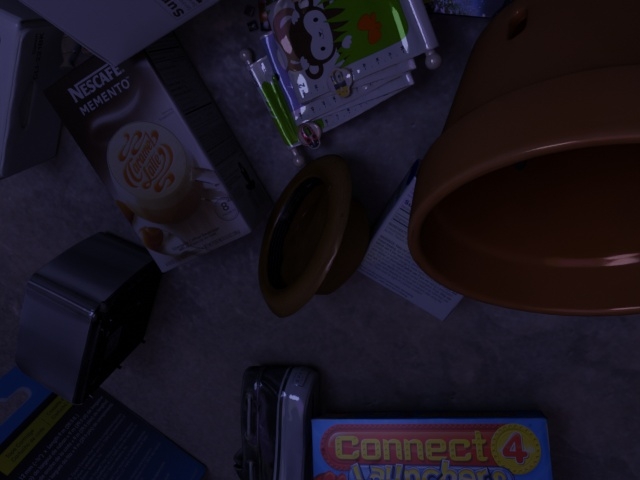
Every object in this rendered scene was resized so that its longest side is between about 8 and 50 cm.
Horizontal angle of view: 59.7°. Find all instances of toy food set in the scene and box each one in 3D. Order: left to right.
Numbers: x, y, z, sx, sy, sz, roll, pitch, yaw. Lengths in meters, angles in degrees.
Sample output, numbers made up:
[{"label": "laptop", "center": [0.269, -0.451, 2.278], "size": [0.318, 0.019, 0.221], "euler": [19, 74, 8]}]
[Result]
[{"label": "toy food set", "center": [-0.257, -0.252, 0.616], "size": [0.078, 0.019, 0.122], "euler": [-11, 70, 17]}]

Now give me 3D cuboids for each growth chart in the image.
[{"label": "growth chart", "center": [0.010, -0.199, 0.580], "size": [0.237, 0.021, 0.172], "euler": [-27, 98, 41]}]

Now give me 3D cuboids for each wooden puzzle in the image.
[{"label": "wooden puzzle", "center": [-0.045, -0.257, 0.612], "size": [0.083, 0.006, 0.049], "euler": [2, 114, 13]}]

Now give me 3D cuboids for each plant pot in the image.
[{"label": "plant pot", "center": [0.228, -0.079, 0.477], "size": [0.291, 0.203, 0.291], "euler": [8, 153, 4]}]

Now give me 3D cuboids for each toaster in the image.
[{"label": "toaster", "center": [-0.298, 0.092, 0.740], "size": [0.110, 0.168, 0.185], "euler": [25, 118, 2]}]

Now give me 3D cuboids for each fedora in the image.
[{"label": "fedora", "center": [0.000, 0.000, 0.646], "size": [0.079, 0.194, 0.194], "euler": [21, 121, -29]}]

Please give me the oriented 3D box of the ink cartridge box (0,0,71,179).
[{"label": "ink cartridge box", "center": [-0.450, -0.223, 0.665], "size": [0.273, 0.114, 0.197], "euler": [26, 116, 2]}]

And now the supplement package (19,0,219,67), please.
[{"label": "supplement package", "center": [-0.135, -0.321, 0.468], "size": [0.293, 0.175, 0.177], "euler": [-23, 66, 18]}]

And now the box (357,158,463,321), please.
[{"label": "box", "center": [0.128, 0.000, 0.650], "size": [0.126, 0.072, 0.137], "euler": [31, 118, -2]}]

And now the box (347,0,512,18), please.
[{"label": "box", "center": [0.116, -0.333, 0.512], "size": [0.159, 0.044, 0.233], "euler": [11, 116, 13]}]

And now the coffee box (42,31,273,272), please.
[{"label": "coffee box", "center": [-0.184, -0.104, 0.663], "size": [0.141, 0.098, 0.246], "euler": [-24, 106, 21]}]

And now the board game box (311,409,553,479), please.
[{"label": "board game box", "center": [0.148, 0.382, 0.726], "size": [0.308, 0.086, 0.301], "euler": [-6, 78, 16]}]

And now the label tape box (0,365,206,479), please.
[{"label": "label tape box", "center": [-0.377, 0.359, 0.833], "size": [0.348, 0.249, 0.115], "euler": [37, 117, -5]}]

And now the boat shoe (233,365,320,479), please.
[{"label": "boat shoe", "center": [-0.069, 0.330, 0.836], "size": [0.119, 0.121, 0.335], "euler": [9, 105, 18]}]
